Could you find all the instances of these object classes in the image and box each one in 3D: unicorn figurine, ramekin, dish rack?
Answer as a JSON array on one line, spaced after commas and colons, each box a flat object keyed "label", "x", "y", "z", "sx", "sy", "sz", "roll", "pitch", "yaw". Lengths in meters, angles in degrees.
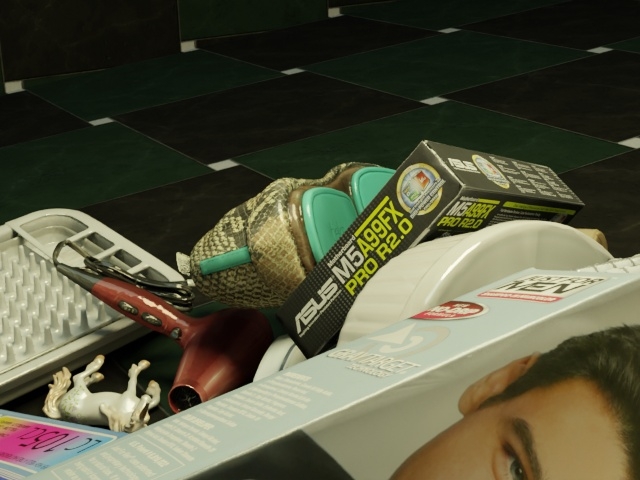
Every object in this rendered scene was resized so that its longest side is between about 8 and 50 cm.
[{"label": "unicorn figurine", "x": -0.211, "y": 0.165, "z": 1.105, "sx": 0.162, "sy": 0.060, "sz": 0.111, "roll": -13, "pitch": 27, "yaw": 22}, {"label": "ramekin", "x": 0.129, "y": 0.117, "z": 0.858, "sx": 0.273, "sy": 0.272, "sz": 0.127, "roll": -21, "pitch": 13, "yaw": -32}, {"label": "dish rack", "x": -0.356, "y": 0.084, "z": 1.265, "sx": 0.286, "sy": 0.072, "sz": 0.333, "roll": 29, "pitch": 39, "yaw": 35}]

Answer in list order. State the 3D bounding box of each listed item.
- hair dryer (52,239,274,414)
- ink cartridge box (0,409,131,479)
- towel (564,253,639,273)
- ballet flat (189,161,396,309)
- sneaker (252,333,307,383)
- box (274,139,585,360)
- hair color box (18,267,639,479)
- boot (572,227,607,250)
[{"label": "hair dryer", "x": -0.160, "y": 0.096, "z": 1.156, "sx": 0.224, "sy": 0.080, "sz": 0.293, "roll": 1, "pitch": 27, "yaw": -26}, {"label": "ink cartridge box", "x": -0.315, "y": 0.260, "z": 0.683, "sx": 0.396, "sy": 0.151, "sz": 0.270, "roll": -27, "pitch": 14, "yaw": -38}, {"label": "towel", "x": 0.245, "y": 0.132, "z": 0.766, "sx": 0.284, "sy": 0.234, "sz": 0.121, "roll": -9, "pitch": 6, "yaw": -24}, {"label": "ballet flat", "x": 0.000, "y": 0.000, "z": 1.224, "sx": 0.182, "sy": 0.164, "sz": 0.483, "roll": -16, "pitch": -3, "yaw": 24}, {"label": "sneaker", "x": 0.019, "y": 0.124, "z": 1.079, "sx": 0.091, "sy": 0.094, "sz": 0.258, "roll": 0, "pitch": 21, "yaw": 29}, {"label": "box", "x": 0.111, "y": 0.016, "z": 1.020, "sx": 0.060, "sy": 0.216, "sz": 0.270, "roll": 51, "pitch": 25, "yaw": 25}, {"label": "hair color box", "x": 0.018, "y": 0.160, "z": 0.549, "sx": 0.375, "sy": 0.185, "sz": 0.114, "roll": -20, "pitch": 8, "yaw": -23}, {"label": "boot", "x": 0.195, "y": 0.079, "z": 1.194, "sx": 0.207, "sy": 0.090, "sz": 0.248, "roll": -12, "pitch": 29, "yaw": 37}]
